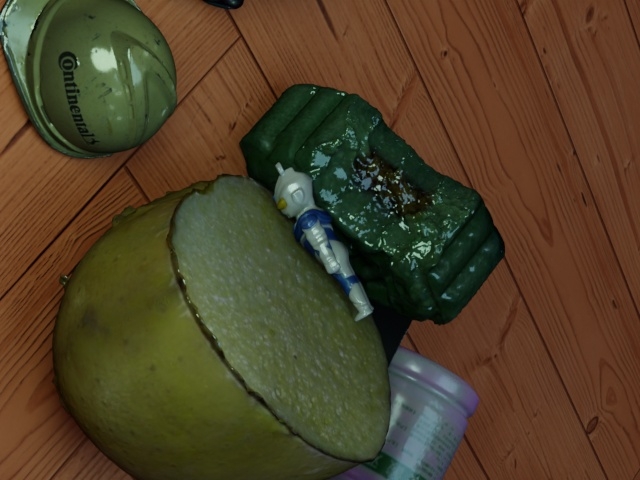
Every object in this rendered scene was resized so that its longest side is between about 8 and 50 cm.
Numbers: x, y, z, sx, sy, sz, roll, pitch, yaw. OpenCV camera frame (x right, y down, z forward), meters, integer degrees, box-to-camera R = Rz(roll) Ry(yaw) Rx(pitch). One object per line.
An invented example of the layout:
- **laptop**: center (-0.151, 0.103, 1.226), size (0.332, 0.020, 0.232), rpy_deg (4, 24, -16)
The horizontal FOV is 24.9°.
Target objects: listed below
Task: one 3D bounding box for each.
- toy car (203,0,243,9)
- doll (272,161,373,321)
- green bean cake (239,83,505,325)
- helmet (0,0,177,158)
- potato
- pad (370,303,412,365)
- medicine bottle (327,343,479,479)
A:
- **toy car**: center (-0.087, -0.388, 1.783), size (0.248, 0.198, 0.204), rpy_deg (9, 97, -48)
- **doll**: center (0.000, 0.000, 1.866), size (0.227, 0.057, 0.114), rpy_deg (62, 8, 1)
- **green bean cake**: center (0.066, -0.047, 1.984), size (0.169, 0.300, 0.308), rpy_deg (-50, 134, -24)
- **helmet**: center (-0.247, -0.204, 1.715), size (0.204, 0.137, 0.257), rpy_deg (-48, 133, -26)
- **potato**: center (-0.156, 0.145, 1.835), size (0.442, 0.319, 0.385), rpy_deg (42, 28, -39)
- **pad**: center (0.017, 0.163, 2.131), size (0.245, 0.170, 0.006), rpy_deg (-62, 178, -13)
- **medicine bottle**: center (0.080, 0.332, 2.194), size (0.212, 0.212, 0.325), rpy_deg (43, 71, -46)
